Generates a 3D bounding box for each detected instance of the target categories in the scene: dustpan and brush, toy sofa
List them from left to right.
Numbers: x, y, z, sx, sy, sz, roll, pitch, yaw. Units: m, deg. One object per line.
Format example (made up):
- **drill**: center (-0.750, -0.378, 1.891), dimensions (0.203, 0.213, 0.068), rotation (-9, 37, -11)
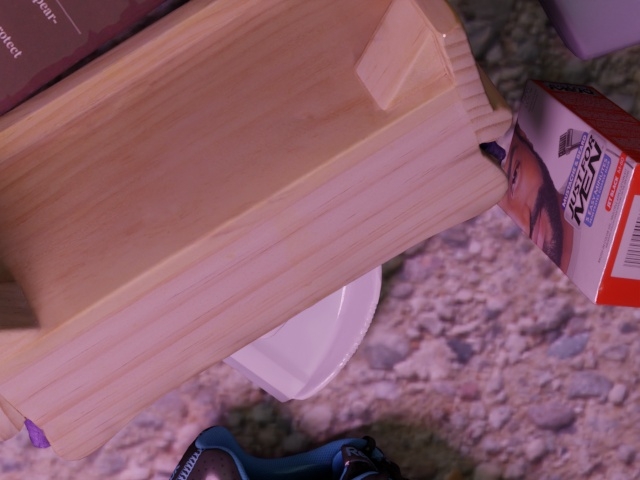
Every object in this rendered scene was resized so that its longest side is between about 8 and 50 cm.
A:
- **toy sofa**: center (-0.076, -0.037, 0.967), dimensions (0.362, 0.150, 0.177), rotation (-32, 146, 0)
- **dustpan and brush**: center (0.000, 0.000, 1.050), dimensions (0.147, 0.060, 0.211), rotation (37, 93, -23)

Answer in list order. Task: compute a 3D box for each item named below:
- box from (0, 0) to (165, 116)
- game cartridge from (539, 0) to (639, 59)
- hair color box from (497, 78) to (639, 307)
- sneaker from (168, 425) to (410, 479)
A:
- **box**: center (-0.161, -0.194, 0.868), dimensions (0.203, 0.168, 0.167), rotation (-36, 114, -3)
- **game cartridge**: center (0.198, -0.268, 0.999), dimensions (0.198, 0.062, 0.297), rotation (-20, 115, -10)
- **hair color box**: center (0.171, -0.033, 1.021), dimensions (0.053, 0.167, 0.093), rotation (6, 110, -17)
- **sneaker**: center (0.051, 0.215, 1.117), dimensions (0.341, 0.125, 0.139), rotation (9, 104, -19)
